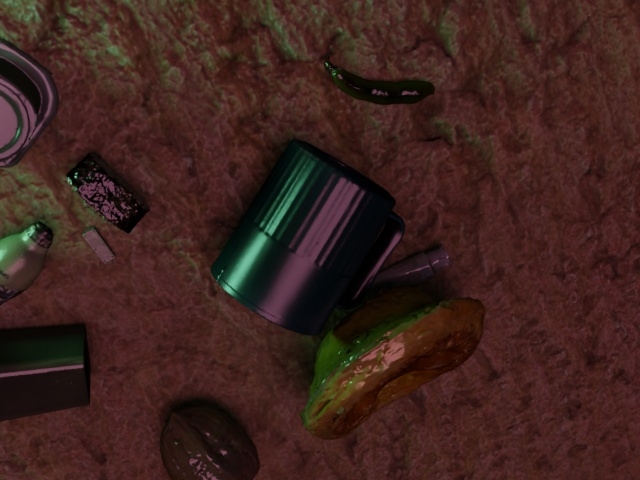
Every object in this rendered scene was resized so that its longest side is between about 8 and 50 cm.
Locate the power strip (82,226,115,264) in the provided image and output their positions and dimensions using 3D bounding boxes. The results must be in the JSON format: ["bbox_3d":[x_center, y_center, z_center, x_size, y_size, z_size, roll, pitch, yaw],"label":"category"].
[{"bbox_3d":[-0.415,0.011,1.346,0.027,0.017,0.083,-30,115,-1],"label":"power strip"}]

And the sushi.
[{"bbox_3d":[-0.380,-0.083,1.279,0.078,0.090,0.150,-44,114,1],"label":"sushi"}]

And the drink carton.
[{"bbox_3d":[-0.527,-0.214,1.130,0.185,0.189,0.191,40,93,-23],"label":"drink carton"}]

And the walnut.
[{"bbox_3d":[-0.238,0.441,1.488,0.178,0.178,0.230,-37,104,1],"label":"walnut"}]

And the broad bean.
[{"bbox_3d":[0.111,-0.293,1.357,0.226,0.039,0.069,12,102,-19],"label":"broad bean"}]

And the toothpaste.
[{"bbox_3d":[0.165,0.085,1.517,0.234,0.057,0.089,-29,114,5],"label":"toothpaste"}]

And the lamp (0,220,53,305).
[{"bbox_3d":[-0.567,0.062,1.279,0.250,0.101,0.101,-44,115,8],"label":"lamp"}]

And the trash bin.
[{"bbox_3d":[-0.555,0.242,1.324,0.240,0.164,0.122,-6,113,-16],"label":"trash bin"}]

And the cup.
[{"bbox_3d":[-0.001,0.003,1.328,0.308,0.242,0.292,29,99,-10],"label":"cup"}]

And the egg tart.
[{"bbox_3d":[0.127,0.224,1.438,0.443,0.178,0.443,-28,156,-14],"label":"egg tart"}]
